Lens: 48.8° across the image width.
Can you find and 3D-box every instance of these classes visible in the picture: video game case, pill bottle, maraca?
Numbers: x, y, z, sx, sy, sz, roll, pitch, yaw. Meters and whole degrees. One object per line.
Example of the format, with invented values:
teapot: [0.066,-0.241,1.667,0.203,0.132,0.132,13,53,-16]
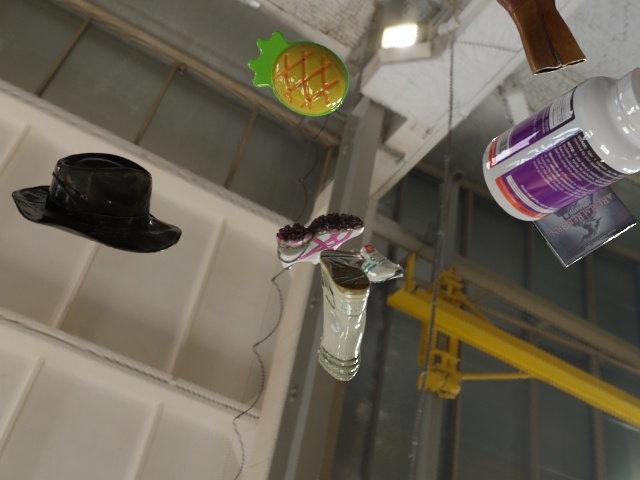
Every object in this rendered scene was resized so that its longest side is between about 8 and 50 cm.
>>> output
video game case: [0.577,-0.100,1.663,0.196,0.026,0.274,-32,-108,1]
pill bottle: [0.459,-0.170,1.263,0.181,0.323,0.182,14,-117,-29]
maraca: [-0.039,-0.300,1.269,0.185,0.127,0.099,26,-167,0]

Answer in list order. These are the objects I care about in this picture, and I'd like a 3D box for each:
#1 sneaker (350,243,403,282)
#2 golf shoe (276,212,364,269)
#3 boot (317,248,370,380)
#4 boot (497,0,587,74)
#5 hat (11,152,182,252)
sneaker: [0.112,0.047,1.504,0.057,0.161,0.076,-11,-85,-31]
golf shoe: [0.000,0.000,1.381,0.186,0.086,0.067,-15,-145,-20]
boot: [0.033,0.112,1.136,0.077,0.165,0.213,3,-163,-5]
boot: [0.551,-0.542,1.638,0.264,0.096,0.281,-21,-100,-21]
hat: [-0.422,-0.099,1.387,0.331,0.134,0.331,18,-167,-4]
